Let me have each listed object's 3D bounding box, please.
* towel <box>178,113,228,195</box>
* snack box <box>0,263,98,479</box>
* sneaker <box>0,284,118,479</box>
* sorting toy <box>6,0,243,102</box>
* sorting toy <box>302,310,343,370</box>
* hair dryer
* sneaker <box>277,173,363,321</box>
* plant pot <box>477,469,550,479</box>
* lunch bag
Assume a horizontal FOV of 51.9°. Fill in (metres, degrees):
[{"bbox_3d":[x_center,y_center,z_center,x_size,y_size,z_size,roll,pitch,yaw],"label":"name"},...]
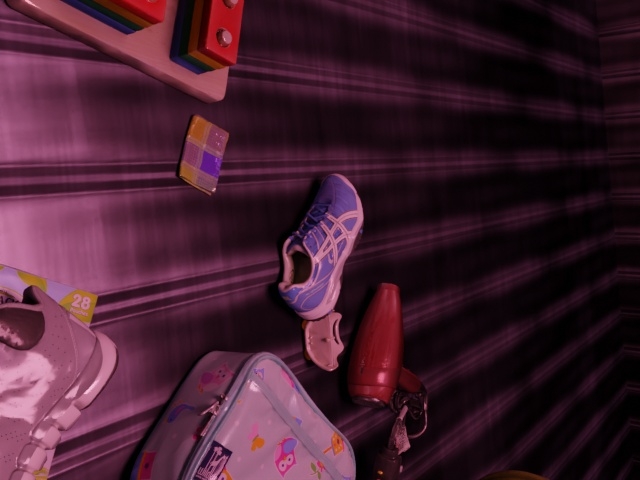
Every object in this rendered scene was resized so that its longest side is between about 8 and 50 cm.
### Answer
[{"bbox_3d":[-0.138,-0.102,0.779,0.060,0.009,0.083,32,64,-47],"label":"towel"},{"bbox_3d":[-0.294,0.118,0.523,0.174,0.070,0.207,27,66,-47],"label":"snack box"},{"bbox_3d":[-0.253,0.124,0.462,0.132,0.086,0.228,55,39,-28],"label":"sneaker"},{"bbox_3d":[-0.164,-0.315,0.693,0.257,0.089,0.255,18,74,-50],"label":"sorting toy"},{"bbox_3d":[0.012,0.136,0.936,0.075,0.045,0.083,-6,93,-59],"label":"sorting toy"},{"bbox_3d":[0.106,0.212,1.045,0.223,0.080,0.293,-31,119,-65],"label":"hair dryer"},{"bbox_3d":[0.000,0.000,0.892,0.081,0.080,0.211,36,59,-48],"label":"sneaker"},{"bbox_3d":[0.237,0.588,0.989,0.353,0.366,0.366,-8,95,-39],"label":"plant pot"},{"bbox_3d":[-0.073,0.268,0.764,0.279,0.108,0.224,58,47,-32],"label":"lunch bag"}]
